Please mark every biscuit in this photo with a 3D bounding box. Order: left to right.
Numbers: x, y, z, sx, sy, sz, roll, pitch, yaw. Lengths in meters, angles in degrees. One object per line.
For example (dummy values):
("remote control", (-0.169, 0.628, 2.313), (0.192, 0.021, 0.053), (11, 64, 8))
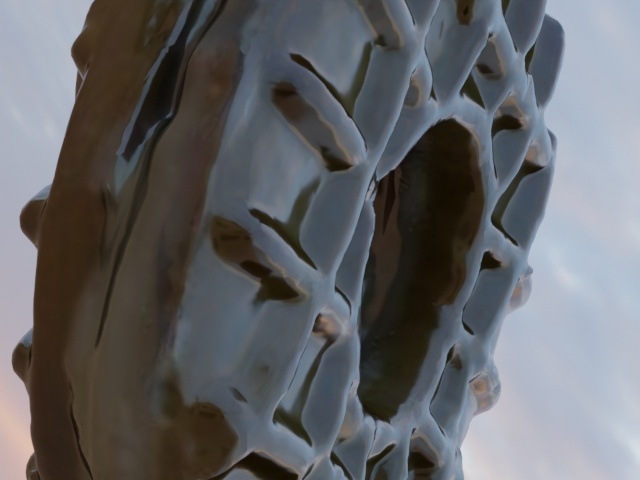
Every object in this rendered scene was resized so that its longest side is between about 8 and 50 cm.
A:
("biscuit", (0.000, 0.000, 0.720), (0.103, 0.332, 0.332), (15, -30, 22))
